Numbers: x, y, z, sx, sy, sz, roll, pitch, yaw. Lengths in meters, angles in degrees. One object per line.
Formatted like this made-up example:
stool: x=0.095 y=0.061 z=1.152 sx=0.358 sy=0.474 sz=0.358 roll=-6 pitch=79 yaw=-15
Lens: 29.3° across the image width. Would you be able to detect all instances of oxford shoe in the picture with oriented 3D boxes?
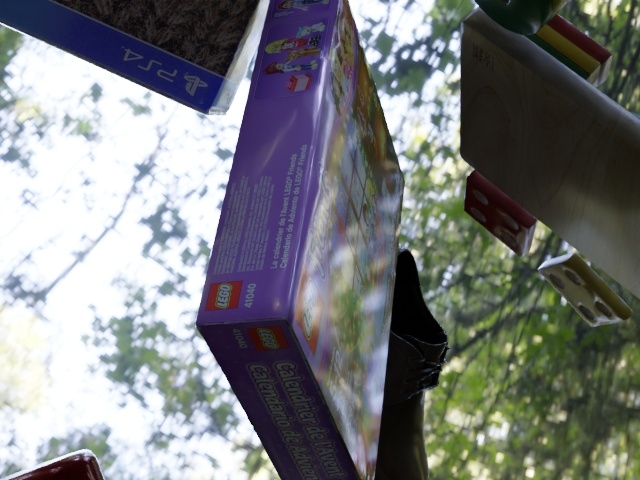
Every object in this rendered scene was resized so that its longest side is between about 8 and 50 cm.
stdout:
oxford shoe: x=0.060 y=0.111 z=1.002 sx=0.096 sy=0.083 sz=0.227 roll=-7 pitch=-82 yaw=41

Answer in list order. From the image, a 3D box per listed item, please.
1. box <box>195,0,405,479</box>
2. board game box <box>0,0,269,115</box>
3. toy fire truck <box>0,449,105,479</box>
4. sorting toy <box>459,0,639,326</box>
box: x=0.000 y=0.000 z=0.810 sx=0.057 sy=0.293 sz=0.201 roll=-5 pitch=-42 yaw=16
board game box: x=-0.120 y=-0.266 z=0.869 sx=0.232 sy=0.141 sz=0.291 roll=23 pitch=-85 yaw=-1
toy fire truck: x=-0.248 y=0.255 z=0.724 sx=0.254 sy=0.302 sz=0.169 roll=-24 pitch=-94 yaw=38
sorting toy: x=0.131 y=-0.043 z=0.593 sx=0.132 sy=0.046 sz=0.274 roll=41 pitch=-14 yaw=21
